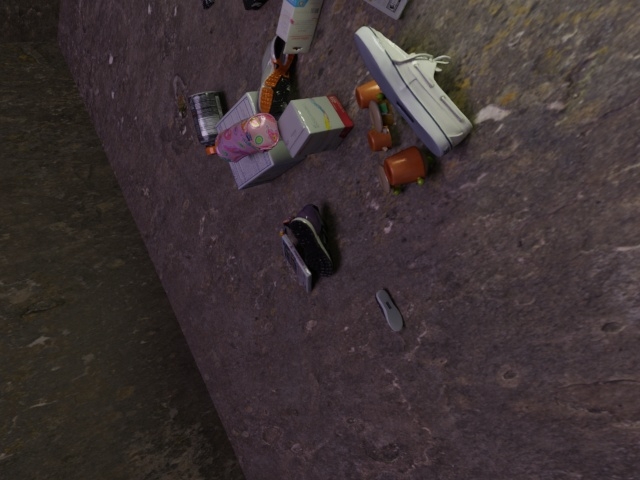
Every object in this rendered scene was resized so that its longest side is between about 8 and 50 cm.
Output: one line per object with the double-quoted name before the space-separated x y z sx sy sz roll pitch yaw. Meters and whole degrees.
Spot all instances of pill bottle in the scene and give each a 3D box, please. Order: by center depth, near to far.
"pill bottle" -0.453 -0.479 2.085 0.131 0.131 0.245 2 107 52

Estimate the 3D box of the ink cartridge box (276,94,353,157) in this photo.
"ink cartridge box" -0.021 -0.349 1.546 0.127 0.176 0.128 61 143 13

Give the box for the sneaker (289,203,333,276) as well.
"sneaker" 0.000 0.000 1.759 0.107 0.124 0.283 5 135 30

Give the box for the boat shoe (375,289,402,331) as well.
"boat shoe" 0.217 0.223 1.613 0.142 0.049 0.040 65 162 10

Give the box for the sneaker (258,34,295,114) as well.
"sneaker" -0.157 -0.547 1.685 0.121 0.099 0.262 26 102 59

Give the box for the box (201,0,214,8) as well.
"box" -0.441 -0.947 1.953 0.067 0.018 0.083 -7 100 54

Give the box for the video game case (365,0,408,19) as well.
"video game case" 0.147 -0.673 1.204 0.207 0.026 0.227 31 146 -2

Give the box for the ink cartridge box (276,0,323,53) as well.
"ink cartridge box" -0.067 -0.662 1.527 0.061 0.104 0.181 49 138 27

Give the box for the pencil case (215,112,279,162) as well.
"pencil case" -0.238 -0.322 1.618 0.284 0.124 0.124 1 106 57

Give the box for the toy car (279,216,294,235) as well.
"toy car" -0.137 -0.058 1.934 0.122 0.060 0.040 -25 53 47

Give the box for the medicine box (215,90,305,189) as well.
"medicine box" -0.223 -0.358 1.827 0.289 0.149 0.263 -22 88 54

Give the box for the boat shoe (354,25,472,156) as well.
"boat shoe" 0.240 -0.390 1.220 0.367 0.157 0.136 53 -178 4

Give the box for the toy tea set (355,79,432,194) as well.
"toy tea set" 0.203 -0.290 1.370 0.200 0.125 0.335 -137 30 -81

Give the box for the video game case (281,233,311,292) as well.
"video game case" -0.087 0.089 1.892 0.183 0.023 0.201 57 167 18

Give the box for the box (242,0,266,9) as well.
"box" -0.220 -0.820 1.698 0.083 0.052 0.062 -12 95 52
